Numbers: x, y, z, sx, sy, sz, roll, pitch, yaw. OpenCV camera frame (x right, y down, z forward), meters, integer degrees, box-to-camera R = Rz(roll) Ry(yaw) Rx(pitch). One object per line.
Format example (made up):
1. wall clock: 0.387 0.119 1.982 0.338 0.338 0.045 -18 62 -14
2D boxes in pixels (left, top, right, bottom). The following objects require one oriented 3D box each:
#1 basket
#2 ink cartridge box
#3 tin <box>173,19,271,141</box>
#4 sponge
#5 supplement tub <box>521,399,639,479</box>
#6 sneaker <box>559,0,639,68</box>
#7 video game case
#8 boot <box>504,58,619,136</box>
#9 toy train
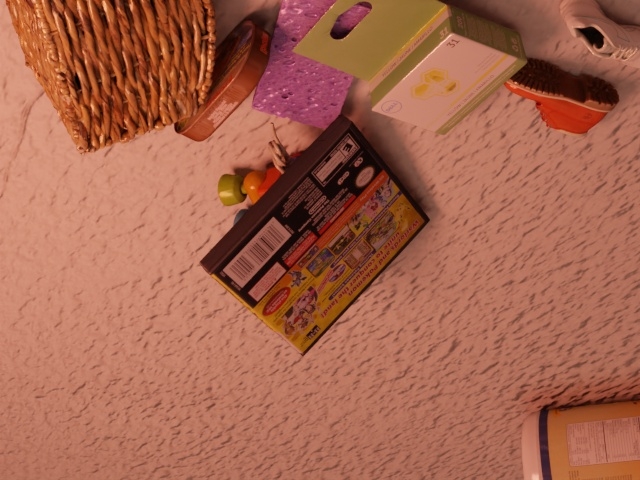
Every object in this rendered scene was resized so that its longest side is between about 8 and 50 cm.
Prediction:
1. basket: -0.261 -0.299 1.352 0.213 0.223 0.299 -24 139 -15
2. ink cartridge box: 0.109 -0.224 1.372 0.235 0.056 0.171 14 144 -31
3. tin: -0.125 -0.200 1.431 0.040 0.106 0.189 29 134 -24
4. sponge: -0.010 -0.236 1.433 0.117 0.031 0.210 13 138 -8
5. supplement tub: 0.517 0.390 1.909 0.316 0.228 0.228 -9 136 17
6. sneaker: 0.354 -0.240 1.361 0.152 0.061 0.054 23 134 -20
7. video game case: 0.000 0.000 1.547 0.275 0.035 0.248 -47 135 -3
8. boot: 0.294 -0.179 1.441 0.157 0.059 0.085 17 142 -13
9. toy train: -0.083 -0.078 1.577 0.143 0.105 0.248 1 139 26
